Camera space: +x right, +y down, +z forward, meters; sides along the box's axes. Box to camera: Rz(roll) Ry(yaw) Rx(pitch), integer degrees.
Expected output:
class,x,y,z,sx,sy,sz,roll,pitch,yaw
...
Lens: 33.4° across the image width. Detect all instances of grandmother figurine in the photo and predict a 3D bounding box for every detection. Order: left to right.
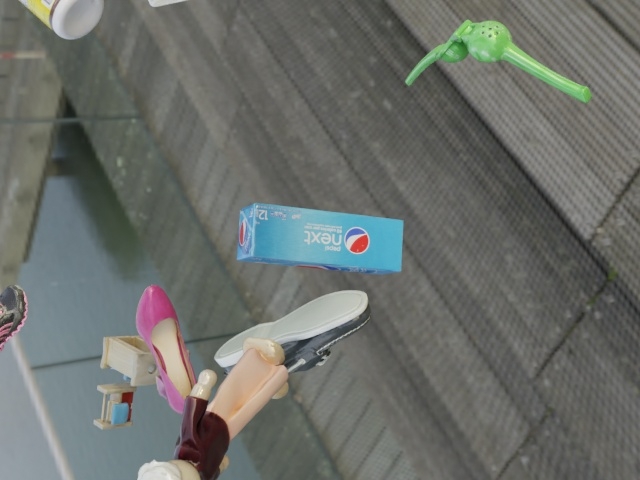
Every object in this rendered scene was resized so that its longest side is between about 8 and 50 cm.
class,x,y,z,sx,sy,sz,roll,pitch,yaw
grandmother figurine,-0.159,0.282,1.584,0.104,0.342,0.207,4,125,28

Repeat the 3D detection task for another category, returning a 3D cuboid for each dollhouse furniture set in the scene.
class,x,y,z,sx,sy,sz,roll,pitch,yaw
dollhouse furniture set,-0.360,0.296,2.153,0.129,0.129,0.183,17,102,47

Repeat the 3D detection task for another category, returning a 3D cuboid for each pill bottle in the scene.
class,x,y,z,sx,sy,sz,roll,pitch,yaw
pill bottle,-0.527,-0.492,2.067,0.215,0.117,0.117,42,131,21

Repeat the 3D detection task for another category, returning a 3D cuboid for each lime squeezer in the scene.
class,x,y,z,sx,sy,sz,roll,pitch,yaw
lime squeezer,0.203,-0.239,1.378,0.310,0.110,0.059,14,73,48

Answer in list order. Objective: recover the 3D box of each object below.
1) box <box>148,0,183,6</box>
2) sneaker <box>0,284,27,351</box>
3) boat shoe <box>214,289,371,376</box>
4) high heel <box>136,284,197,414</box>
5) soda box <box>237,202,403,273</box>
class,x,y,z,sx,sy,sz,roll,pitch,yaw
box,-0.091,-0.322,1.006,0.232,0.149,0.126,-88,-15,-63
sneaker,-0.404,0.106,1.302,0.047,0.057,0.119,29,90,32
boat shoe,-0.033,0.170,1.772,0.302,0.114,0.091,-21,111,32
high heel,-0.268,0.203,1.937,0.117,0.082,0.244,21,120,48
soda box,0.000,0.000,1.403,0.067,0.210,0.071,163,112,-69
